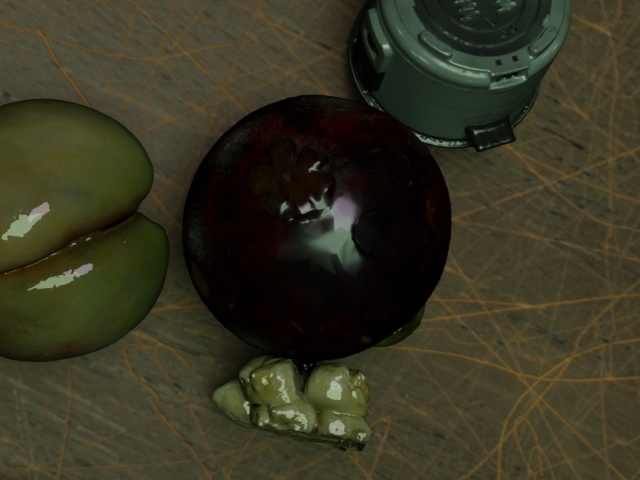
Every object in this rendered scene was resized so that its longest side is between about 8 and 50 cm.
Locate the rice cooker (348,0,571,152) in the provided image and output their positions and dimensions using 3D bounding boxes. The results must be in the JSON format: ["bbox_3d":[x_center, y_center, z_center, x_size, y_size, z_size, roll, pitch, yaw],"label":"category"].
[{"bbox_3d":[0.161,-0.243,1.710,0.241,0.227,0.280,-19,75,-14],"label":"rice cooker"}]

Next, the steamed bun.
[{"bbox_3d":[-0.028,0.178,1.703,0.192,0.177,0.106,13,79,-2],"label":"steamed bun"}]

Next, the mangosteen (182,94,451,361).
[{"bbox_3d":[0.000,0.000,1.665,0.306,0.359,0.306,-3,66,7],"label":"mangosteen"}]

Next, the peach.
[{"bbox_3d":[-0.309,-0.006,1.579,0.292,0.247,0.292,-7,115,-16],"label":"peach"}]
